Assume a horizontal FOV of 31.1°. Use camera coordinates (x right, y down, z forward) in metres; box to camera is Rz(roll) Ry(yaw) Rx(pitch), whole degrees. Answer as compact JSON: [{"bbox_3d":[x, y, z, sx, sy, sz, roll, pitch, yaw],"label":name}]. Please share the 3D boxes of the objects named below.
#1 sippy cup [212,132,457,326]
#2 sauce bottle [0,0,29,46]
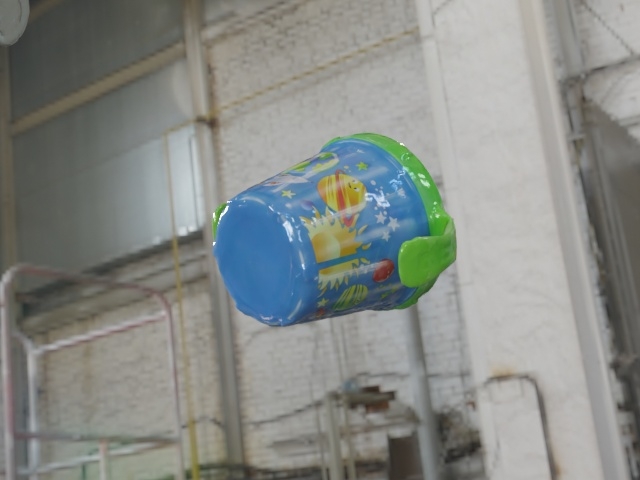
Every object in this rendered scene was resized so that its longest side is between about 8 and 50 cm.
[{"bbox_3d":[0.000,0.000,1.415,0.224,0.240,0.305,-20,-14,-43],"label":"sippy cup"},{"bbox_3d":[-0.471,-0.274,1.227,0.344,0.111,0.111,16,-11,17],"label":"sauce bottle"}]
